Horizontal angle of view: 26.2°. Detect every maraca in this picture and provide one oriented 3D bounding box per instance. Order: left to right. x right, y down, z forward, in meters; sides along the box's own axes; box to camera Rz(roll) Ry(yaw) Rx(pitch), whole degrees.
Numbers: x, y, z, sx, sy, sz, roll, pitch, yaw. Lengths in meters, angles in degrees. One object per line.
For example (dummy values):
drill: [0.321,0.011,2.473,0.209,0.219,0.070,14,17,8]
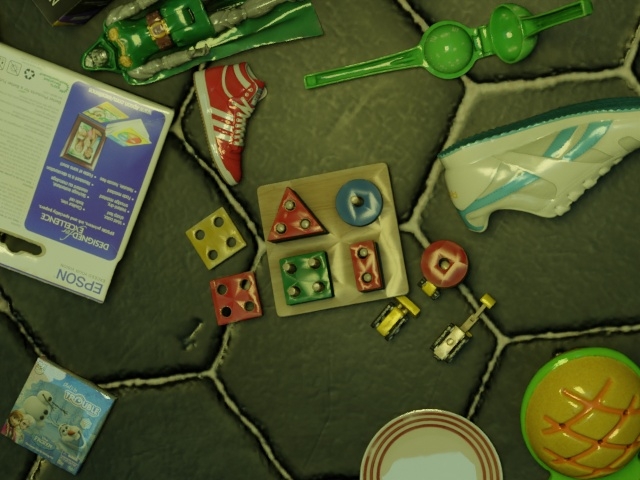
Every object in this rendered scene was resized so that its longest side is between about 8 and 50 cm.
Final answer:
maraca: [0.256,0.182,1.308,0.127,0.099,0.186,-12,117,3]

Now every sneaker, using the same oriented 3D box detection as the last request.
sneaker: [-0.079,-0.117,1.351,0.067,0.042,0.118,-15,89,10]
sneaker: [0.232,-0.076,1.304,0.228,0.087,0.092,-16,99,14]

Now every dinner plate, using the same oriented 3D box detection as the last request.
dinner plate: [0.110,0.236,1.364,0.141,0.017,0.141,0,94,5]

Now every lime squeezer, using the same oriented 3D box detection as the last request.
lime squeezer: [0.135,-0.180,1.300,0.310,0.110,0.059,-9,111,37]

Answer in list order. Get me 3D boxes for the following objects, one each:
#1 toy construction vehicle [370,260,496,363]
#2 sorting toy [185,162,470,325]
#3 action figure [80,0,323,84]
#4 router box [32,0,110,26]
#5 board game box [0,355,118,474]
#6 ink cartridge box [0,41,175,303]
toy construction vehicle: [0.112,0.073,1.349,0.086,0.035,0.098,40,94,14]
sorting toy: [0.000,0.000,1.335,0.274,0.046,0.132,-10,83,11]
action figure: [-0.131,-0.217,1.345,0.232,0.063,0.137,-24,94,11]
router box: [-0.246,-0.399,1.311,0.243,0.081,0.309,-38,89,20]
board game box: [-0.266,0.178,1.400,0.090,0.020,0.090,28,95,4]
ink cartridge box: [-0.273,-0.070,1.361,0.206,0.045,0.208,21,97,-3]
